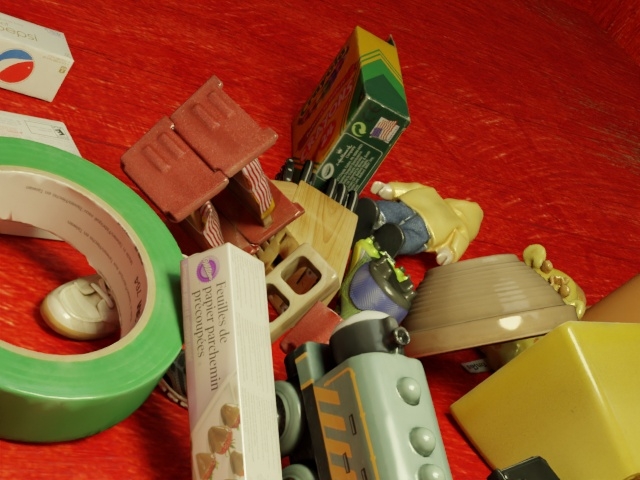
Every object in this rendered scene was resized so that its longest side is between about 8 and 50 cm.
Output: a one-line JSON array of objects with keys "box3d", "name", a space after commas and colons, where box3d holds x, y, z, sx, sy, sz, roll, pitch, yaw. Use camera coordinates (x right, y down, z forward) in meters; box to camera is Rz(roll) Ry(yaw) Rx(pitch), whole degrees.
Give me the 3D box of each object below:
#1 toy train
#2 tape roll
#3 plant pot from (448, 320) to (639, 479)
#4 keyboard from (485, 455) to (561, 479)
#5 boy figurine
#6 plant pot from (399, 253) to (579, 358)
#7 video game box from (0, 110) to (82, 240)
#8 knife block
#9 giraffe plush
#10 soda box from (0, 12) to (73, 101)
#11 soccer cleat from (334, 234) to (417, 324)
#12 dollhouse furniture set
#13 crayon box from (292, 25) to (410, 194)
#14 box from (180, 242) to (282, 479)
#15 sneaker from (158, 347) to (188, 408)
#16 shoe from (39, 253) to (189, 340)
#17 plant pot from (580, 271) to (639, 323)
[{"box3d": [0.046, 0.230, 1.214, 0.142, 0.190, 0.334, 15, 50, -37], "name": "toy train"}, {"box3d": [-0.283, 0.041, 1.252, 0.321, 0.077, 0.321, 21, 40, -19], "name": "tape roll"}, {"box3d": [0.328, 0.237, 1.603, 0.212, 0.212, 0.187, 6, 52, -46], "name": "plant pot"}, {"box3d": [0.272, 0.363, 1.304, 0.317, 0.033, 0.201, 53, 26, 21], "name": "keyboard"}, {"box3d": [0.148, -0.026, 1.940, 0.177, 0.092, 0.285, 46, 27, 22], "name": "boy figurine"}, {"box3d": [0.201, 0.081, 1.634, 0.237, 0.237, 0.110, -1, 79, -51], "name": "plant pot"}, {"box3d": [-0.357, -0.079, 1.476, 0.205, 0.048, 0.187, 8, 35, -43], "name": "video game box"}, {"box3d": [0.000, 0.000, 1.720, 0.242, 0.088, 0.276, 5, 39, -46], "name": "knife block"}, {"box3d": [0.297, 0.102, 1.807, 0.181, 0.170, 0.210, 41, 26, 12], "name": "giraffe plush"}, {"box3d": [-0.430, -0.250, 1.644, 0.216, 0.074, 0.069, 15, 32, -35], "name": "soda box"}, {"box3d": [0.054, 0.068, 1.663, 0.093, 0.121, 0.289, 45, 5, -5], "name": "soccer cleat"}, {"box3d": [-0.043, 0.020, 1.462, 0.374, 0.152, 0.201, 46, -11, 22], "name": "dollhouse furniture set"}, {"box3d": [0.039, -0.191, 1.965, 0.081, 0.202, 0.319, 27, 26, -16], "name": "crayon box"}, {"box3d": [-0.083, 0.163, 1.222, 0.067, 0.063, 0.324, 32, 44, -52], "name": "box"}, {"box3d": [-0.104, 0.151, 1.356, 0.170, 0.075, 0.063, 38, 26, 7], "name": "sneaker"}, {"box3d": [-0.217, 0.054, 1.403, 0.076, 0.058, 0.219, 44, 27, 18], "name": "shoe"}, {"box3d": [0.518, 0.164, 1.932, 0.290, 0.203, 0.291, 27, 27, -15], "name": "plant pot"}]
